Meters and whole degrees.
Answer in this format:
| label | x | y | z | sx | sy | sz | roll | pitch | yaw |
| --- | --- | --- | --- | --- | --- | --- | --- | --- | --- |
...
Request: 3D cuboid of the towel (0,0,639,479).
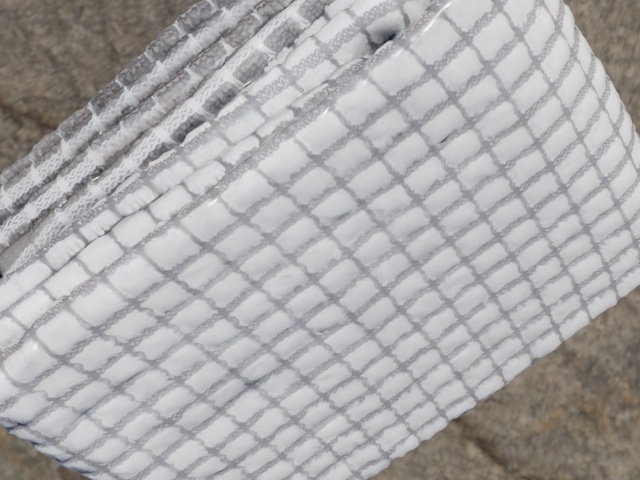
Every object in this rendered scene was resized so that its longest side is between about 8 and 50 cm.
| label | x | y | z | sx | sy | sz | roll | pitch | yaw |
| --- | --- | --- | --- | --- | --- | --- | --- | --- | --- |
| towel | 0.000 | 0.000 | 0.540 | 0.283 | 0.121 | 0.235 | -39 | 137 | 6 |
